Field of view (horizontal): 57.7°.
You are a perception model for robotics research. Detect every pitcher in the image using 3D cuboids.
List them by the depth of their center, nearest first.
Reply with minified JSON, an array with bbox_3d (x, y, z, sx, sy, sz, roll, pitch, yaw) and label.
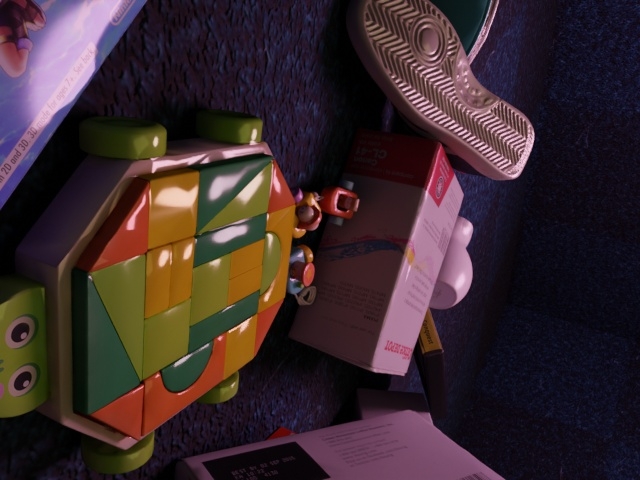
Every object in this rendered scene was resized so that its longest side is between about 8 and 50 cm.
[{"bbox_3d":[0.264,0.068,1.279,0.207,0.125,0.177,-64,172,-48],"label":"pitcher"}]

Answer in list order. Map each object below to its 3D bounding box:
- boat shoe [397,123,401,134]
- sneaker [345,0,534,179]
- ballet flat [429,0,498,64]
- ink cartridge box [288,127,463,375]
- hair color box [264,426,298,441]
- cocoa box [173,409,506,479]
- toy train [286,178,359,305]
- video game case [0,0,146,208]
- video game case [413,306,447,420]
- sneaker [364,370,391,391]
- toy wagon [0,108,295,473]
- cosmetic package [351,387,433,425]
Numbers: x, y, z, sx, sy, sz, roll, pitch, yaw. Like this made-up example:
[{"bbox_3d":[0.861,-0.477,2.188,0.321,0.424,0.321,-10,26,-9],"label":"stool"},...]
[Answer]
[{"bbox_3d":[0.170,-0.218,0.946,0.072,0.068,0.190,-37,138,-71],"label":"boat shoe"},{"bbox_3d":[0.136,-0.194,0.790,0.350,0.148,0.131,37,78,-32],"label":"sneaker"},{"bbox_3d":[0.181,-0.419,0.786,0.139,0.139,0.400,-47,144,-46],"label":"ballet flat"},{"bbox_3d":[0.092,0.026,0.841,0.306,0.131,0.226,-70,156,-8],"label":"ink cartridge box"},{"bbox_3d":[-0.040,0.357,0.803,0.053,0.093,0.167,-22,123,-60],"label":"hair color box"},{"bbox_3d":[0.029,0.364,0.637,0.347,0.231,0.228,2,106,-37],"label":"cocoa box"},{"bbox_3d":[0.000,0.000,0.692,0.125,0.046,0.166,21,86,-51],"label":"toy train"},{"bbox_3d":[-0.188,-0.128,0.216,0.269,0.061,0.244,-65,154,-19],"label":"video game case"},{"bbox_3d":[0.180,0.162,1.068,0.275,0.035,0.248,72,5,-51],"label":"video game case"},{"bbox_3d":[0.122,0.242,1.138,0.059,0.053,0.144,-37,138,-57],"label":"sneaker"},{"bbox_3d":[-0.131,0.044,0.437,0.344,0.068,0.267,-27,128,-59],"label":"toy wagon"},{"bbox_3d":[0.121,0.428,1.050,0.224,0.138,0.224,-92,-172,-71],"label":"cosmetic package"}]
